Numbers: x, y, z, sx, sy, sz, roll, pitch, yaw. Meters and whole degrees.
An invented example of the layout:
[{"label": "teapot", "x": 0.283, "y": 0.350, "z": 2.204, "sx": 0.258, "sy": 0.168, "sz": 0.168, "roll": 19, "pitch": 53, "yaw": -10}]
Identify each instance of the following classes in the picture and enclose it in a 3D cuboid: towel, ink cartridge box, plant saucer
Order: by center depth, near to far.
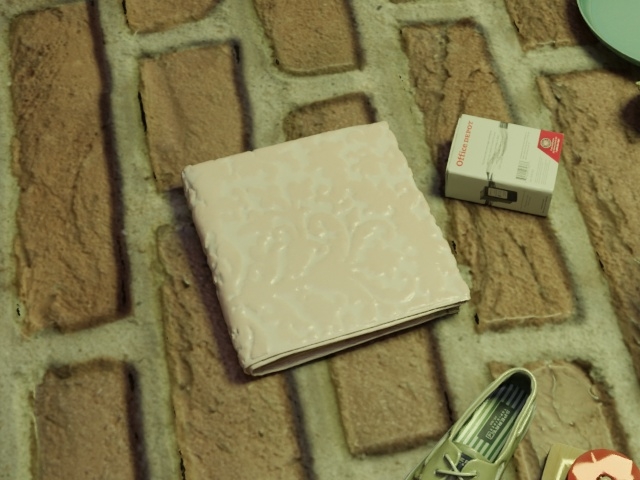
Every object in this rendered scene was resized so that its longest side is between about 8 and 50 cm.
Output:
[{"label": "towel", "x": 0.000, "y": 0.000, "z": 1.676, "sx": 0.317, "sy": 0.053, "sz": 0.332, "roll": -15, "pitch": 57, "yaw": -11}, {"label": "ink cartridge box", "x": 0.258, "y": -0.107, "z": 1.741, "sx": 0.150, "sy": 0.063, "sz": 0.109, "roll": 12, "pitch": 57, "yaw": 9}, {"label": "plant saucer", "x": 0.554, "y": -0.360, "z": 1.918, "sx": 0.317, "sy": 0.044, "sz": 0.317, "roll": 0, "pitch": 53, "yaw": 0}]

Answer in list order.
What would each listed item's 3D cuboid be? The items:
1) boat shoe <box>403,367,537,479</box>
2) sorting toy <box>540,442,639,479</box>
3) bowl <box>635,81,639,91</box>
[{"label": "boat shoe", "x": 0.163, "y": 0.270, "z": 1.463, "sx": 0.109, "sy": 0.094, "sz": 0.302, "roll": 26, "pitch": 59, "yaw": 17}, {"label": "sorting toy", "x": 0.359, "y": 0.368, "z": 1.400, "sx": 0.255, "sy": 0.089, "sz": 0.257, "roll": 16, "pitch": 57, "yaw": 11}, {"label": "bowl", "x": 0.539, "y": -0.190, "z": 1.770, "sx": 0.170, "sy": 0.170, "sz": 0.080, "roll": -3, "pitch": 99, "yaw": -2}]
